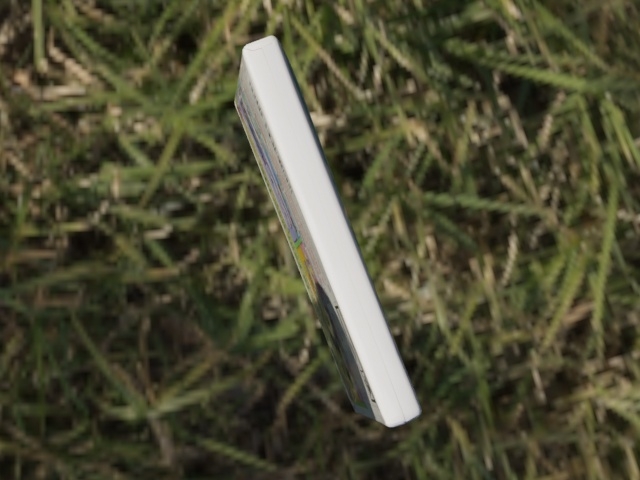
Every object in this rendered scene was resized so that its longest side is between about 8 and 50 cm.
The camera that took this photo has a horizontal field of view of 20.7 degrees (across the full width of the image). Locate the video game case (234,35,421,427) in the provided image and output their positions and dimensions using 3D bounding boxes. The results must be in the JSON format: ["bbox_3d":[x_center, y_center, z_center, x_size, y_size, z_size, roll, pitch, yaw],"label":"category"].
[{"bbox_3d":[0.000,0.000,0.995,0.023,0.193,0.212,-21,88,-5],"label":"video game case"}]
